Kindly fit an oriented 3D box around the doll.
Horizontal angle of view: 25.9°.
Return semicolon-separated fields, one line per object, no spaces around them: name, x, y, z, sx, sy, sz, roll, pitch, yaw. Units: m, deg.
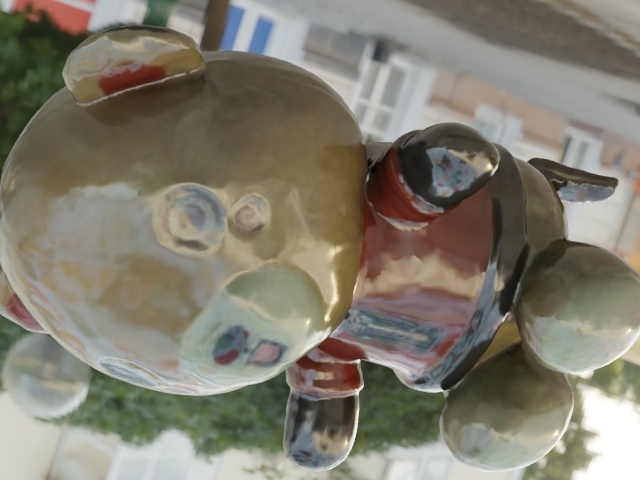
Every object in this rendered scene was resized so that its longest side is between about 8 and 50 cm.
doll;0.000;0.000;0.719;0.330;0.235;0.174;13;-133;-20
